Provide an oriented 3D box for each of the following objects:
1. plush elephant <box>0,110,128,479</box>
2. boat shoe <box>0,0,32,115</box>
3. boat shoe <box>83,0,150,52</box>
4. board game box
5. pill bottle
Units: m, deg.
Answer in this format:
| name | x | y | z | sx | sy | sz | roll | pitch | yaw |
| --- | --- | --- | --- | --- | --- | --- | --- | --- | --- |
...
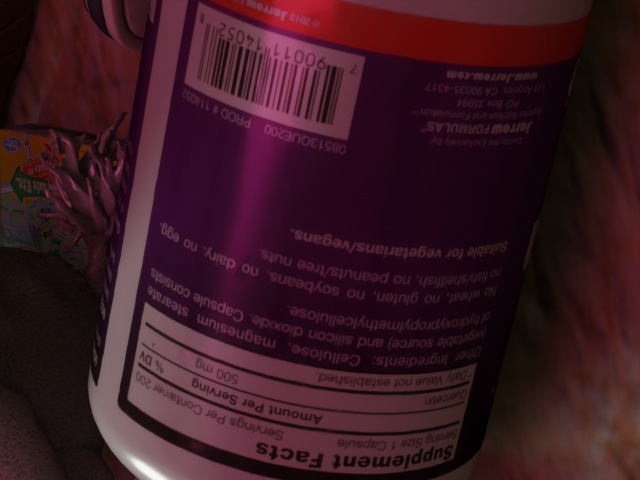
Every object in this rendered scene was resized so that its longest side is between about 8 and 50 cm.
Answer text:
| name | x | y | z | sx | sy | sz | roll | pitch | yaw |
| --- | --- | --- | --- | --- | --- | --- | --- | --- | --- |
| plush elephant | -0.235 | 0.075 | 0.918 | 0.272 | 0.255 | 0.330 | 43 | 117 | 49 |
| boat shoe | -0.252 | -0.046 | 1.079 | 0.096 | 0.098 | 0.277 | 37 | 111 | 28 |
| boat shoe | -0.088 | -0.220 | 0.904 | 0.079 | 0.095 | 0.255 | 14 | 107 | 34 |
| board game box | -0.109 | -0.001 | 1.013 | 0.154 | 0.026 | 0.103 | 11 | 107 | 37 |
| pill bottle | 0.000 | 0.000 | 0.826 | 0.181 | 0.181 | 0.323 | 26 | 115 | 32 |
